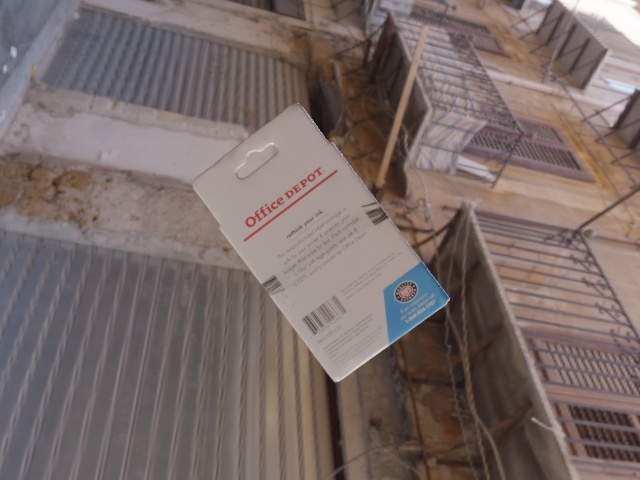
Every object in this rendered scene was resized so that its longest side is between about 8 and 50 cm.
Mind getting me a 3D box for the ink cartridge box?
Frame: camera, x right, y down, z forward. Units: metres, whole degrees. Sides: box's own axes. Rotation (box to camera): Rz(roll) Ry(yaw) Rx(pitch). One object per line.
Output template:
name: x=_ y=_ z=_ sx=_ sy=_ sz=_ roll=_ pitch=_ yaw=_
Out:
ink cartridge box: x=0.000 y=0.000 z=0.472 sx=0.104 sy=0.180 sz=0.060 roll=-36 pitch=179 yaw=5
